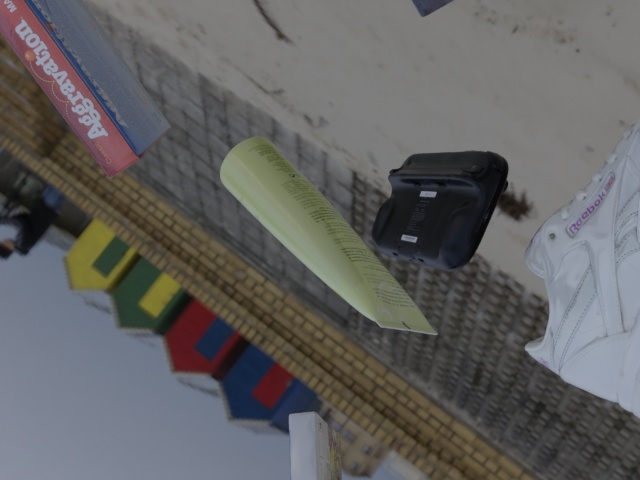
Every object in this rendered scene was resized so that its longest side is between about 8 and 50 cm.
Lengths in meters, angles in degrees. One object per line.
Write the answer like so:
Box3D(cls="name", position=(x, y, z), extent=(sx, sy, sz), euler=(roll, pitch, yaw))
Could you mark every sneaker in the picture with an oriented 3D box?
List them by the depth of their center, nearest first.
Box3D(cls="sneaker", position=(0.226, -0.024, 0.670), extent=(0.152, 0.305, 0.114), euler=(19, -165, 37))

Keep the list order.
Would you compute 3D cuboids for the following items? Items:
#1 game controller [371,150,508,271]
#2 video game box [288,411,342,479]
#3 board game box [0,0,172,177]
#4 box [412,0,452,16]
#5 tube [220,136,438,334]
Box3D(cls="game controller", position=(0.161, -0.047, 1.295), extent=(0.067, 0.166, 0.319), euler=(15, 180, -17))
Box3D(cls="video game box", position=(-0.004, 0.371, 1.339), extent=(0.048, 0.205, 0.187), euler=(-7, 156, 13))
Box3D(cls="board game box", position=(-0.198, -0.173, 0.591), extent=(0.281, 0.027, 0.145), euler=(56, -174, -12))
Box3D(cls="box", position=(0.053, -0.469, 0.959), extent=(0.318, 0.097, 0.394), euler=(46, -151, -35))
Box3D(cls="tube", position=(0.000, 0.000, 0.787), extent=(0.240, 0.070, 0.062), euler=(45, 149, 31))
